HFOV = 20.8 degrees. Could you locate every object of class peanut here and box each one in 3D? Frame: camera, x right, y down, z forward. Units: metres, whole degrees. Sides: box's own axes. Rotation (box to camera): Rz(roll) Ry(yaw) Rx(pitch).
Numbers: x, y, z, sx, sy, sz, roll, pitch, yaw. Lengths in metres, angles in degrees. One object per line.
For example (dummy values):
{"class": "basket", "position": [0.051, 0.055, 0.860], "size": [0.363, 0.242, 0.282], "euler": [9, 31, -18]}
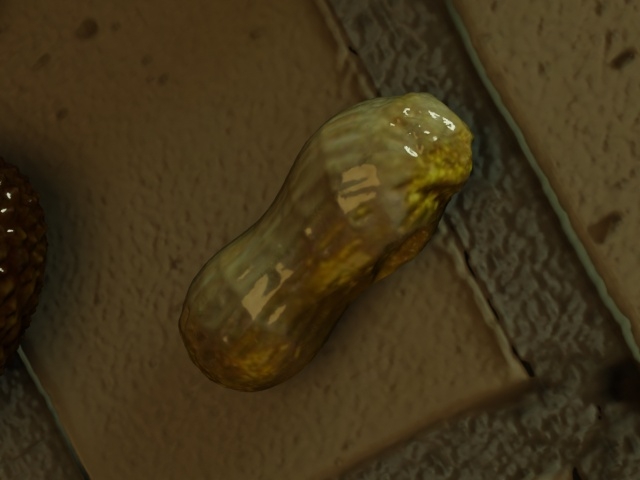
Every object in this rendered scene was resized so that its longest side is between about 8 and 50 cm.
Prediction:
{"class": "peanut", "position": [0.000, 0.000, 0.953], "size": [0.087, 0.087, 0.206], "euler": [46, 108, 9]}

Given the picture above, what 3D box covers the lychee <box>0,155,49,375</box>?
{"class": "lychee", "position": [-0.252, 0.021, 0.991], "size": [0.194, 0.194, 0.194], "euler": [2, 96, 18]}
